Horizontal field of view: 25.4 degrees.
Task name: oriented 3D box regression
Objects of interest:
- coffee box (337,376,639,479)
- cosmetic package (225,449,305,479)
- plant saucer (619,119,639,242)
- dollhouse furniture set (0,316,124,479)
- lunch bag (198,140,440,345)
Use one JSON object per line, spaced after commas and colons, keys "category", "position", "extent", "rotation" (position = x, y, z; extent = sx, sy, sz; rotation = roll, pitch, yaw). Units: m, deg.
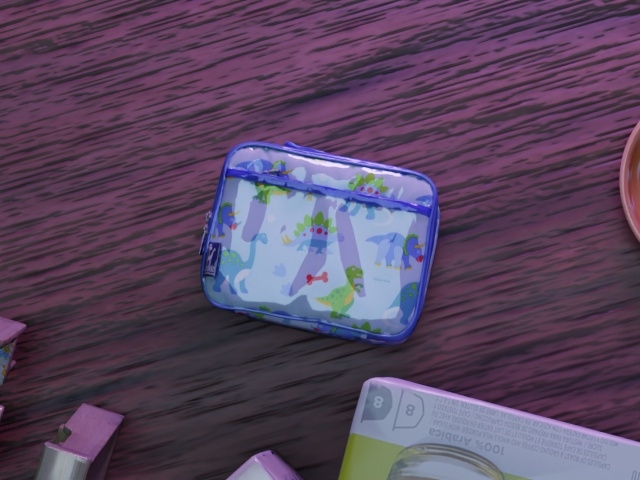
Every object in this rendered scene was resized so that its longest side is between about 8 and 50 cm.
{"category": "coffee box", "position": [0.171, 0.315, 1.176], "extent": [0.338, 0.338, 0.334], "rotation": [14, 85, 8]}
{"category": "cosmetic package", "position": [-0.130, 0.333, 1.293], "extent": [0.309, 0.160, 0.113], "rotation": [-43, 82, 1]}
{"category": "plant saucer", "position": [0.384, -0.053, 1.349], "extent": [0.200, 0.037, 0.200], "rotation": [-1, 83, 5]}
{"category": "dollhouse furniture set", "position": [-0.323, 0.189, 1.302], "extent": [0.242, 0.161, 0.212], "rotation": [18, 99, 0]}
{"category": "lunch bag", "position": [0.000, 0.000, 1.353], "extent": [0.219, 0.090, 0.176], "rotation": [13, 82, 5]}
